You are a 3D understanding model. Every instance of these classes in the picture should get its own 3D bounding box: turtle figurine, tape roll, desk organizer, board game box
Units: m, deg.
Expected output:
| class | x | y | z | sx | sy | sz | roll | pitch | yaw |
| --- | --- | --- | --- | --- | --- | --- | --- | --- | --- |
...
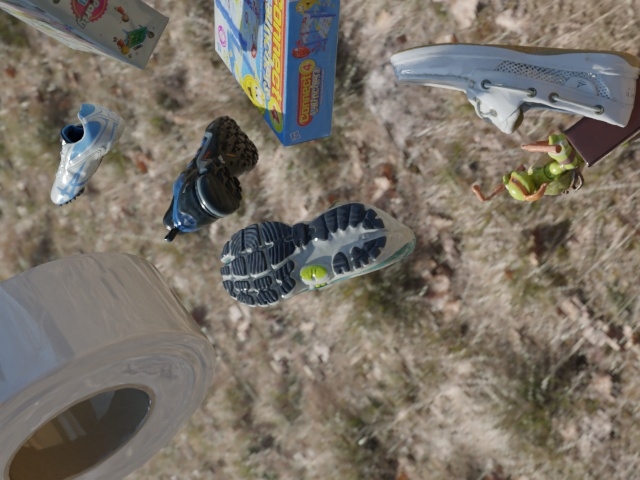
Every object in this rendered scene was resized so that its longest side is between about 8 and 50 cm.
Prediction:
| class | x | y | z | sx | sy | sz | roll | pitch | yaw |
| --- | --- | --- | --- | --- | --- | --- | --- | --- | --- |
| turtle figurine | 0.339 | -0.111 | 1.523 | 0.087 | 0.217 | 0.269 | 57 | 164 | 6 |
| tape roll | -0.238 | 0.142 | 0.999 | 0.100 | 0.286 | 0.286 | 52 | 135 | 25 |
| desk organizer | 0.345 | -0.142 | 1.262 | 0.130 | 0.047 | 0.050 | -38 | 82 | 19 |
| board game box | -0.411 | -0.373 | 1.638 | 0.224 | 0.303 | 0.097 | 23 | 86 | 45 |
| board game box | -0.076 | -0.361 | 1.765 | 0.308 | 0.086 | 0.302 | 93 | 153 | -42 |

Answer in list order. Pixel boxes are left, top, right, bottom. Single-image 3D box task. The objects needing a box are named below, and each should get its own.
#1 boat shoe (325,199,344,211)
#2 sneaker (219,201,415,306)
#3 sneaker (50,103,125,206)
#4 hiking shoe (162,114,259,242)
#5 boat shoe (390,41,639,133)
| class | x | y | z | sx | sy | sz | roll | pitch | yaw |
| --- | --- | --- | --- | --- | --- | --- | --- | --- | --- |
| boat shoe | -0.001 | -0.001 | 1.934 | 0.153 | 0.056 | 0.048 | -56 | 39 | 2 |
| sneaker | -0.008 | 0.025 | 1.391 | 0.275 | 0.110 | 0.107 | -11 | 79 | 32 |
| sneaker | -0.399 | -0.143 | 1.830 | 0.086 | 0.085 | 0.237 | 31 | 134 | -14 |
| hiking shoe | -0.196 | -0.116 | 1.896 | 0.132 | 0.304 | 0.113 | -31 | 109 | 22 |
| boat shoe | 0.209 | -0.167 | 1.236 | 0.277 | 0.098 | 0.096 | 6 | 96 | 20 |
